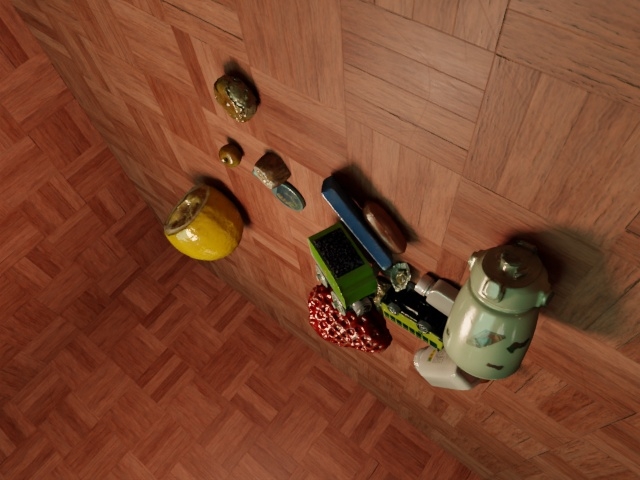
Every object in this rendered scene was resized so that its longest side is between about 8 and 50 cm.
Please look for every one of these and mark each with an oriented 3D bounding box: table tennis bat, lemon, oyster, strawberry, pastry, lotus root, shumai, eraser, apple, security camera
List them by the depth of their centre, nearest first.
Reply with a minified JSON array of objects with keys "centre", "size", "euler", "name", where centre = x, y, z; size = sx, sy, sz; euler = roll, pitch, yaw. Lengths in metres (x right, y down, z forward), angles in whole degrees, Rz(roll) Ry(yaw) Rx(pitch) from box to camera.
[{"centre":[-0.256,-0.427,1.473],"size":[0.153,0.081,0.153],"euler":[42,169,10],"name":"pastry"},{"centre":[0.115,-0.057,1.490],"size":[0.312,0.042,0.144],"euler":[50,-163,-15],"name":"eraser"},{"centre":[0.278,0.122,1.649],"size":[0.100,0.037,0.098],"euler":[-17,87,57],"name":"oyster"},{"centre":[-0.174,-0.240,1.711],"size":[0.112,0.081,0.122],"euler":[28,156,50],"name":"lotus root"},{"centre":[0.229,0.103,1.724],"size":[0.092,0.058,0.058],"euler":[4,140,39],"name":"security camera"},{"centre":[-0.155,-0.192,1.823],"size":[0.237,0.038,0.149],"euler":[40,160,-3],"name":"table tennis bat"},{"centre":[-0.335,-0.318,1.832],"size":[0.089,0.074,0.090],"euler":[33,156,17],"name":"apple"},{"centre":[0.223,0.200,1.863],"size":[0.123,0.105,0.139],"euler":[30,131,37],"name":"shumai"},{"centre":[0.126,0.317,1.932],"size":[0.345,0.295,0.318],"euler":[49,164,36],"name":"strawberry"},{"centre":[-0.530,-0.063,2.327],"size":[0.364,0.364,0.364],"euler":[35,158,16],"name":"lemon"}]

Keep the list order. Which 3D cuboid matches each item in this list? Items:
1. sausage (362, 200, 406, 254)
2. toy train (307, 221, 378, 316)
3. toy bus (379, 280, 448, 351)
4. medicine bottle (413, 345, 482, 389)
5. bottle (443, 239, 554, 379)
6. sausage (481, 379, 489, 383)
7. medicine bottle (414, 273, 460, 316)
[{"centre":[0.192,-0.038,1.463],"size":[0.194,0.077,0.077],"euler":[48,158,-18],"name":"sausage"},{"centre":[0.084,0.107,1.727],"size":[0.307,0.173,0.249],"euler":[57,168,32],"name":"toy train"},{"centre":[0.348,0.259,1.698],"size":[0.262,0.128,0.150],"euler":[31,157,30],"name":"toy bus"},{"centre":[0.464,0.444,1.781],"size":[0.124,0.179,0.324],"euler":[45,158,-7],"name":"medicine bottle"},{"centre":[0.436,0.148,1.198],"size":[0.229,0.229,0.352],"euler":[29,136,30],"name":"bottle"},{"centre":[0.563,0.487,1.825],"size":[0.089,0.089,0.179],"euler":[47,156,-13],"name":"sausage"},{"centre":[0.391,0.181,1.550],"size":[0.183,0.069,0.119],"euler":[33,159,18],"name":"medicine bottle"}]
